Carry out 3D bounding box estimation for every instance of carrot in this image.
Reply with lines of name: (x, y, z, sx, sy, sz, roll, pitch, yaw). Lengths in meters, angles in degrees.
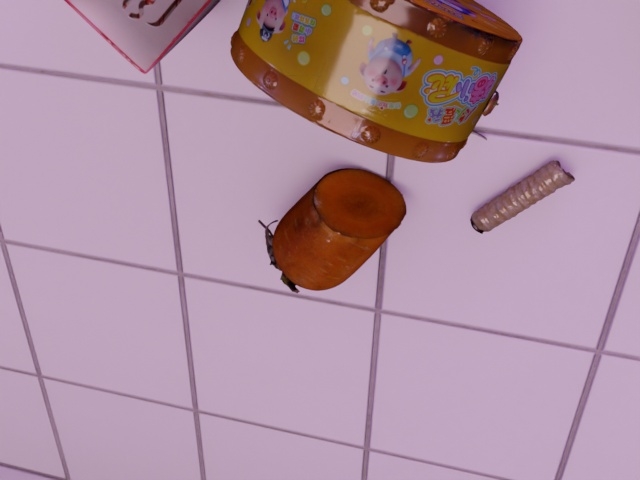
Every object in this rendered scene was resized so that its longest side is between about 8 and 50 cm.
carrot: (0.000, 0.000, 1.591, 0.214, 0.193, 0.331, 3, 144, -37)

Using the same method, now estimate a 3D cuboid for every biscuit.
biscuit: (0.392, -0.082, 1.498, 0.061, 0.055, 0.219, 39, 128, -18)

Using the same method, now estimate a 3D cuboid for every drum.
drum: (0.086, -0.312, 1.189, 0.431, 0.431, 0.214, 26, 115, -2)

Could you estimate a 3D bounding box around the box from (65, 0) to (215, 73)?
box: (-0.258, -0.518, 1.237, 0.300, 0.312, 0.314, 43, 127, -16)

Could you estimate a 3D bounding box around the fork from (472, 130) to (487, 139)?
fork: (0.213, -0.212, 1.483, 0.220, 0.034, 0.028, 10, 100, 9)
